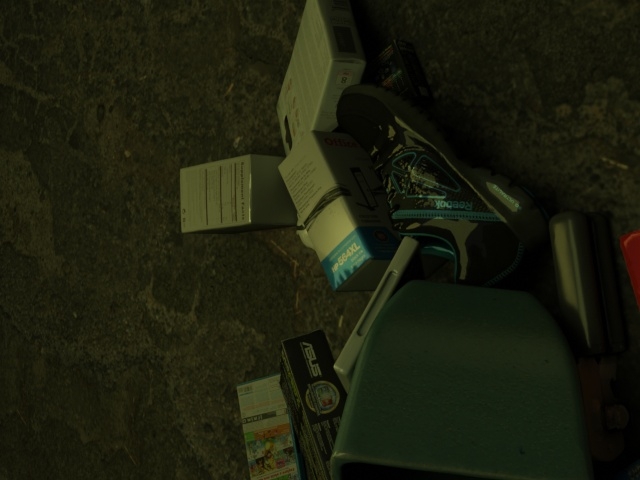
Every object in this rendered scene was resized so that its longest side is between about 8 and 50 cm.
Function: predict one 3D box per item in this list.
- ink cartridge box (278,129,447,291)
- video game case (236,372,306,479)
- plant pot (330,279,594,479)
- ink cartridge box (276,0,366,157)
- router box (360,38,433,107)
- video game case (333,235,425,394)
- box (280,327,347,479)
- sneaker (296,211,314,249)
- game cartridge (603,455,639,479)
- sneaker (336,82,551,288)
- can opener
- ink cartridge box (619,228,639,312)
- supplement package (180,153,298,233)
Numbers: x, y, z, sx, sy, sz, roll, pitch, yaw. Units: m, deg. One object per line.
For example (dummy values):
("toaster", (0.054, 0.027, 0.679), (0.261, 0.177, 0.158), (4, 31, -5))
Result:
("ink cartridge box", (0.055, -0.039, 1.304), (0.086, 0.148, 0.203), (-45, 58, 38))
("video game case", (-0.077, 0.293, 1.534), (0.119, 0.015, 0.166), (-22, 73, 44))
("plant pot", (0.151, 0.188, 1.090), (0.247, 0.248, 0.252), (89, -170, -53))
("ink cartridge box", (-0.003, -0.220, 1.419), (0.232, 0.066, 0.189), (104, 161, -45))
("router box", (0.087, -0.199, 1.356), (0.122, 0.038, 0.092), (-36, 64, 40))
("video game case", (0.075, 0.103, 1.179), (0.022, 0.190, 0.173), (25, 74, 18))
("box", (0.013, 0.277, 1.321), (0.216, 0.060, 0.270), (96, 156, -66))
("sneaker", (0.000, 0.000, 1.450), (0.109, 0.040, 0.043), (52, 141, 39))
("game cartridge", (0.391, 0.285, 0.940), (0.230, 0.068, 0.355), (61, 143, 24))
("sneaker", (0.116, -0.070, 1.210), (0.139, 0.125, 0.341), (-47, 56, 0))
("can opener", (0.287, 0.107, 1.103), (0.093, 0.074, 0.280), (-10, 82, 48))
("ink cartridge box", (0.457, 0.076, 0.909), (0.385, 0.091, 0.308), (-25, 71, 43))
("supplement package", (-0.122, -0.067, 1.529), (0.179, 0.105, 0.105), (-5, 85, 47))
